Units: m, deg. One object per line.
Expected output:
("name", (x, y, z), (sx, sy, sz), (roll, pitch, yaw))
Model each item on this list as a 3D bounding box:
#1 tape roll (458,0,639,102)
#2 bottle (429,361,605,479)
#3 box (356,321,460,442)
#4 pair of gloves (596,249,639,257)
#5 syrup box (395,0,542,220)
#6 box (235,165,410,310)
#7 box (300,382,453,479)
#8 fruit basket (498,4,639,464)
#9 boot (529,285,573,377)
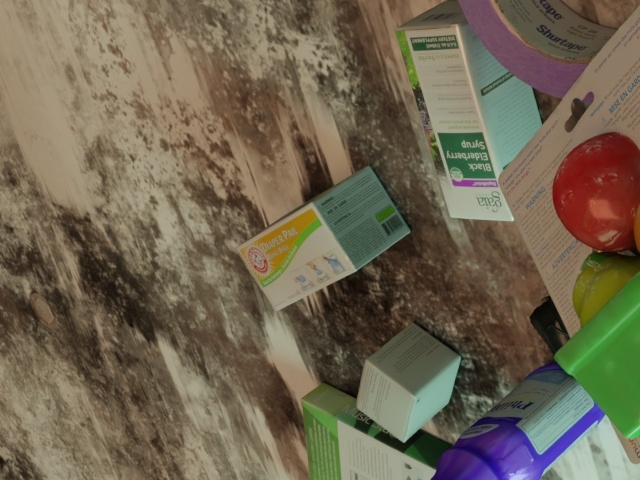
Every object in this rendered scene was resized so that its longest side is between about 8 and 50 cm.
("tape roll", (0.260, -0.280, 1.591), (0.275, 0.090, 0.275), (28, 135, 32))
("bottle", (0.219, 0.246, 1.875), (0.118, 0.283, 0.092), (-23, 99, 54))
("box", (0.115, 0.186, 2.092), (0.087, 0.101, 0.102), (35, 140, 24))
("pair of gloves", (0.343, 0.041, 1.810), (0.074, 0.010, 0.083), (28, 134, 35))
("syrup box", (0.176, -0.145, 1.780), (0.093, 0.096, 0.237), (5, 120, 45))
("box", (0.000, 0.000, 2.067), (0.103, 0.114, 0.203), (58, 144, -3))
("box", (0.114, 0.360, 2.266), (0.322, 0.058, 0.232), (23, 132, 34))
("fruit basket", (0.320, -0.008, 1.534), (0.327, 0.165, 0.353), (-55, 43, 48))
("boot", (0.303, 0.100, 1.870), (0.121, 0.045, 0.099), (51, 146, 14))
